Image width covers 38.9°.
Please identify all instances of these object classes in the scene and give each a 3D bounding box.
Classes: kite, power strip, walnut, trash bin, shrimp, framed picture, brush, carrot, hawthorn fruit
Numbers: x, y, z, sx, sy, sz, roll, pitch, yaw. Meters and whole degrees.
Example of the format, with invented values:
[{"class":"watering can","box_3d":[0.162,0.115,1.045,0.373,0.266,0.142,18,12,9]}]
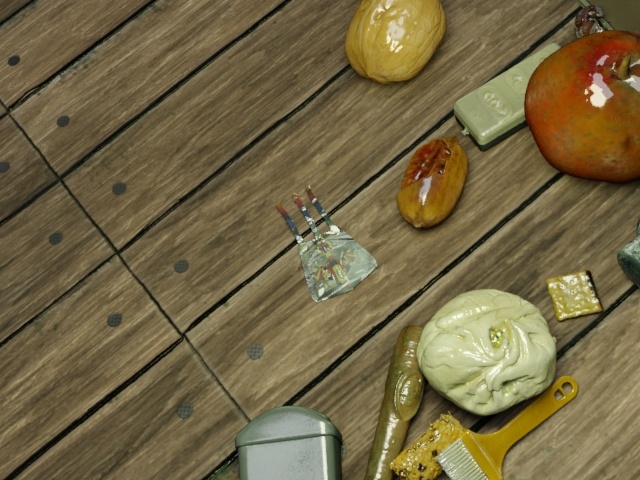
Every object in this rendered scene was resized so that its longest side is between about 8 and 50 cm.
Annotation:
[{"class":"kite","box_3d":[0.000,0.001,1.746,0.141,0.015,0.245,-29,64,-3]},{"class":"power strip","box_3d":[0.383,-0.277,1.762,0.257,0.070,0.105,-32,60,-2]},{"class":"walnut","box_3d":[0.214,-0.114,1.700,0.116,0.116,0.207,20,70,22]},{"class":"walnut","box_3d":[0.153,-0.421,1.833,0.193,0.193,0.225,16,72,21]},{"class":"trash bin","box_3d":[-0.048,0.397,1.512,0.177,0.101,0.236,-9,64,8]},{"class":"shrimp","box_3d":[0.543,-0.396,1.787,0.065,0.056,0.165,-19,63,13]},{"class":"framed picture","box_3d":[0.678,-0.444,1.801,0.209,0.019,0.281,-28,61,-2]},{"class":"brush","box_3d":[0.319,0.312,1.487,0.272,0.013,0.103,-36,95,-12]},{"class":"carrot","box_3d":[0.127,0.305,1.534,0.070,0.070,0.342,10,68,18]},{"class":"hawthorn fruit","box_3d":[0.506,-0.246,1.578,0.277,0.298,0.277,0,72,1]}]

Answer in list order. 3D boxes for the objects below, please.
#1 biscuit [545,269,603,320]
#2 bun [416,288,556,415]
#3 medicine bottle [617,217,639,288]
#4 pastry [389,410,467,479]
[{"class":"biscuit","box_3d":[0.444,0.096,1.585,0.081,0.018,0.083,-15,60,7]},{"class":"bun","box_3d":[0.279,0.178,1.494,0.229,0.145,0.229,1,66,-1]},{"class":"medicine bottle","box_3d":[0.640,-0.035,1.532,0.293,0.141,0.141,-40,61,-9]},{"class":"pastry","box_3d":[0.185,0.349,1.488,0.140,0.056,0.080,-43,105,-10]}]
